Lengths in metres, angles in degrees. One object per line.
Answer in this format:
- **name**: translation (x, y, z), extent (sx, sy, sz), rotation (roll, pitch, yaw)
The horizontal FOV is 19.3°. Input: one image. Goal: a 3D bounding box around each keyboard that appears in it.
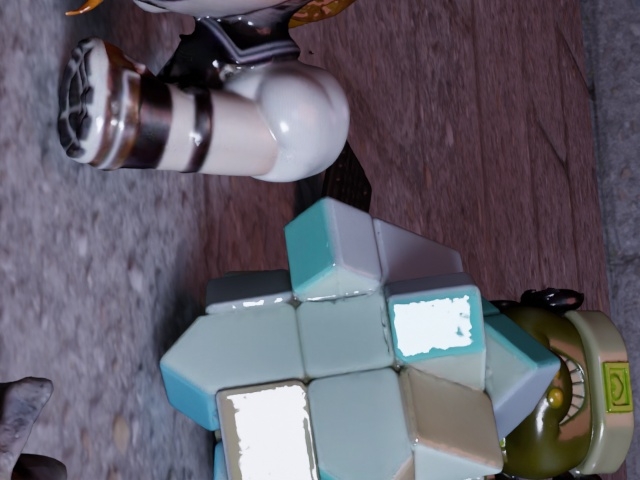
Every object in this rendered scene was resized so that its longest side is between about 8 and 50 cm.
- **keyboard**: translation (0.013, -0.002, 1.618), extent (0.103, 0.041, 0.381), rotation (59, 27, -53)

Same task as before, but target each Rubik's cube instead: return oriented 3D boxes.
- **Rubik's cube**: translation (0.031, 0.105, 1.259), extent (0.213, 0.265, 0.224), rotation (86, 3, -56)

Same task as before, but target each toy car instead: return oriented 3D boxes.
- **toy car**: translation (0.140, 0.148, 1.702), extent (0.198, 0.248, 0.204), rotation (3, 79, -34)

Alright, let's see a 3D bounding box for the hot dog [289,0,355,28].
- **hot dog**: translation (-0.018, -0.272, 1.525), extent (0.259, 0.114, 0.175), rotation (-72, 148, -58)

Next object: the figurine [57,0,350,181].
- **figurine**: translation (-0.046, -0.204, 1.179), extent (0.320, 0.196, 0.323), rotation (-26, 125, -64)

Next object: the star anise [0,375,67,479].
- **star anise**: translation (-0.190, 0.114, 0.771), extent (0.257, 0.110, 0.198), rotation (55, 45, -43)
